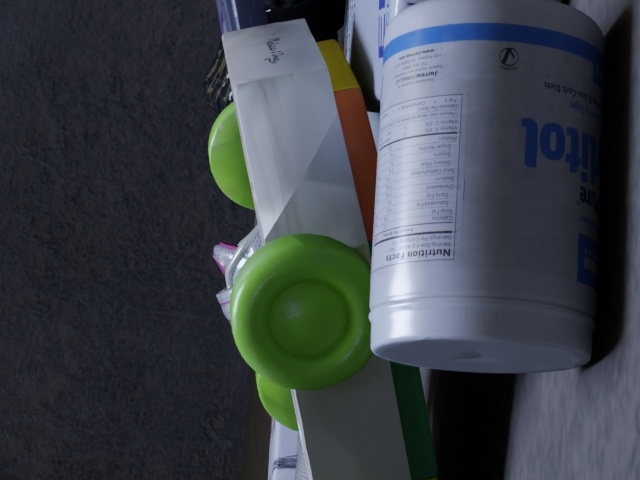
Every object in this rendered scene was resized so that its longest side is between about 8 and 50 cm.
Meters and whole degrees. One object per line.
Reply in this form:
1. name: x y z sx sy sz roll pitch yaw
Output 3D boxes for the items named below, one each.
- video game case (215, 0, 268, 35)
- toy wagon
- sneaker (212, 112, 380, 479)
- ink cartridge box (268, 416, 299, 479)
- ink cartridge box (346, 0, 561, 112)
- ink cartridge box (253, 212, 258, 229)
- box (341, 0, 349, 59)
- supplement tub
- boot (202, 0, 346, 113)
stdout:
1. video game case: -0.047 -0.111 1.393 0.196 0.026 0.274 -108 5 -51
2. toy wagon: 0.008 0.082 0.866 0.267 0.068 0.344 -106 4 -73
3. sneaker: -0.008 0.040 1.138 0.103 0.111 0.252 128 146 -83
4. ink cartridge box: -0.009 0.169 1.426 0.099 0.056 0.135 101 173 -63
5. ink cartridge box: 0.053 -0.216 0.847 0.330 0.071 0.324 -148 62 -84
6. ink cartridge box: -0.019 0.007 1.631 0.175 0.072 0.127 -92 7 -56
7. box: 0.041 -0.185 1.224 0.114 0.036 0.207 -98 13 -72
8. supplement tub: 0.052 -0.016 0.614 0.071 0.071 0.107 112 161 -78
9. boot: -0.027 -0.201 1.565 0.348 0.131 0.260 -82 -1 -75
